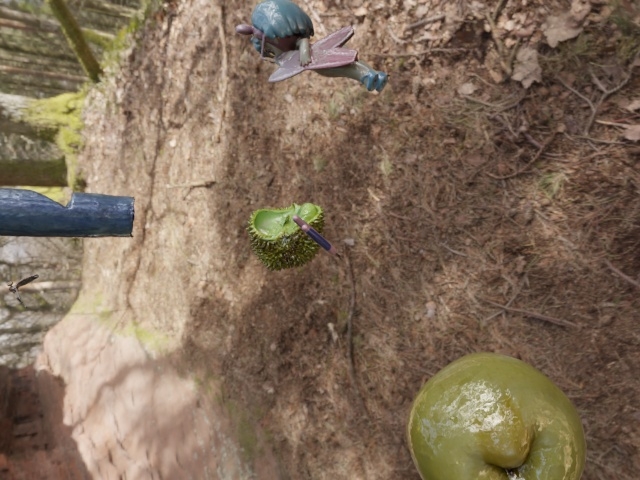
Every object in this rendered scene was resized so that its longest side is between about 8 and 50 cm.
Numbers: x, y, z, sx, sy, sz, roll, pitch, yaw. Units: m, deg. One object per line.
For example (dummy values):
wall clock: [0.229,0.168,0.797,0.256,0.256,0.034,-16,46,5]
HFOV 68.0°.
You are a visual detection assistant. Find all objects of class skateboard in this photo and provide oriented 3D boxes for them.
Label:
skateboard: [-0.645,0.108,1.040,0.083,0.064,0.032,35,147,44]

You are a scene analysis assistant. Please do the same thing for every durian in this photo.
durian: [-0.096,-0.010,1.364,0.200,0.237,0.176,20,123,49]

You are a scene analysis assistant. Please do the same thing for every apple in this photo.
apple: [0.191,0.220,0.531,0.200,0.200,0.199,7,98,56]

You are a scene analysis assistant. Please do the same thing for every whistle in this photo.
whistle: [-0.380,-0.033,0.554,0.062,0.305,0.062,-178,90,-68]

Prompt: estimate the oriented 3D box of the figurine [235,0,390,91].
figurine: [0.004,-0.325,0.791,0.260,0.205,0.102,32,132,19]

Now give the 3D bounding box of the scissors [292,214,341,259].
scissors: [0.000,0.000,0.689,0.012,0.113,0.039,-48,46,2]
